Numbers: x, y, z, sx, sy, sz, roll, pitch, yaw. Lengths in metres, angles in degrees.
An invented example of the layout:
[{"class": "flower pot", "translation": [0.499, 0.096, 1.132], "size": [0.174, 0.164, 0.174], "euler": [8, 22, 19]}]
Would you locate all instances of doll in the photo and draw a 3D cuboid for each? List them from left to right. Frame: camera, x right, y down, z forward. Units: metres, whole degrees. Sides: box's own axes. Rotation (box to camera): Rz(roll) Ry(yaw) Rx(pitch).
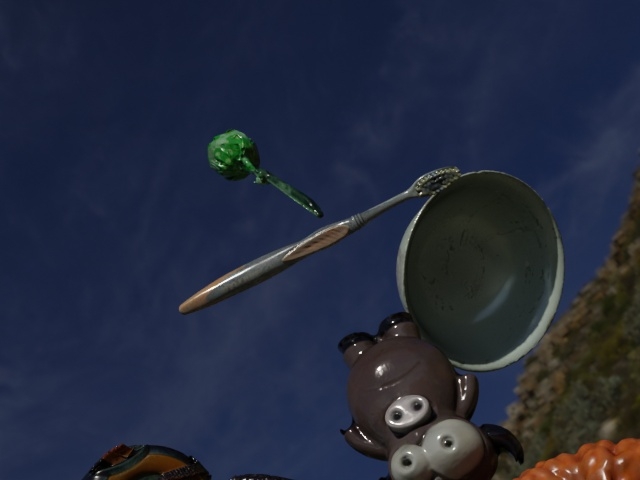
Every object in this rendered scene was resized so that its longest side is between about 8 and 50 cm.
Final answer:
[{"class": "doll", "translation": [0.114, 0.205, 1.224], "size": [0.182, 0.257, 0.117], "euler": [-26, -39, 4]}]

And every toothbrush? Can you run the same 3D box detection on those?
[{"class": "toothbrush", "translation": [0.000, 0.000, 1.264], "size": [0.375, 0.028, 0.037], "euler": [-27, 9, -1]}]

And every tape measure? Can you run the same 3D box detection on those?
[{"class": "tape measure", "translation": [-0.225, 0.364, 1.327], "size": [0.223, 0.202, 0.135], "euler": [-53, 6, -38]}]

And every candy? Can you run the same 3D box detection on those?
[{"class": "candy", "translation": [-0.094, -0.110, 1.868], "size": [0.097, 0.323, 0.097], "euler": [-21, -54, -31]}]

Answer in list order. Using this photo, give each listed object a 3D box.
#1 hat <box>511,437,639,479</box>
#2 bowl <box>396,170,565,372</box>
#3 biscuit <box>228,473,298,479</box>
[{"class": "hat", "translation": [0.349, 0.417, 1.138], "size": [0.285, 0.285, 0.400], "euler": [-27, -62, -10]}, {"class": "bowl", "translation": [0.313, 0.061, 2.347], "size": [0.434, 0.196, 0.435], "euler": [-3, -85, -28]}, {"class": "biscuit", "translation": [-0.039, 0.365, 1.440], "size": [0.194, 0.053, 0.194], "euler": [12, -25, 6]}]
